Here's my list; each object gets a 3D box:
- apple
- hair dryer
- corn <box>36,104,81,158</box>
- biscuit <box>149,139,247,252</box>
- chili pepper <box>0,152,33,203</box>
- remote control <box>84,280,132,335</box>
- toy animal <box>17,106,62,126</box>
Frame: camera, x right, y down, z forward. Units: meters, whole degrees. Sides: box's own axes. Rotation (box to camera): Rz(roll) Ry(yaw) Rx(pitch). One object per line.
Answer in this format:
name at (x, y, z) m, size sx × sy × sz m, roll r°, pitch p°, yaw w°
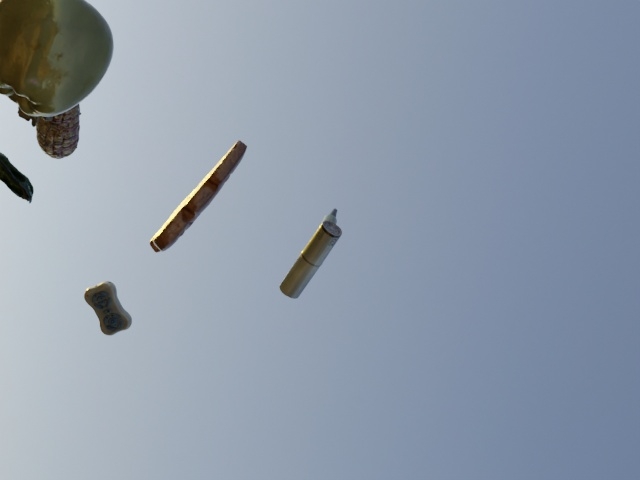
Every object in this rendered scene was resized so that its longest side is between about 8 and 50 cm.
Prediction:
apple at (-0.399, -0.283, 1.390) m, size 0.200 × 0.200 × 0.200 m, roll 10°, pitch -77°, yaw 55°
hair dryer at (-0.004, 0.005, 1.708) m, size 0.044 × 0.183 × 0.155 m, roll 34°, pitch -63°, yaw -5°
corn at (-0.564, -0.270, 2.046) m, size 0.290 × 0.098 × 0.098 m, roll 125°, pitch -49°, yaw -64°
biscuit at (-0.256, -0.090, 2.037) m, size 0.306 × 0.043 × 0.284 m, roll -47°, pitch -171°, yaw 16°
chili pepper at (-0.687, -0.145, 1.877) m, size 0.278 × 0.065 × 0.122 m, roll 8°, pitch -80°, yaw 20°
remote control at (-0.471, 0.151, 2.109) m, size 0.032 × 0.074 × 0.122 m, roll -103°, pitch 170°, yaw -70°
toy animal at (-0.483, -0.323, 1.721) m, size 0.186 × 0.093 × 0.214 m, roll -47°, pitch -135°, yaw 31°
